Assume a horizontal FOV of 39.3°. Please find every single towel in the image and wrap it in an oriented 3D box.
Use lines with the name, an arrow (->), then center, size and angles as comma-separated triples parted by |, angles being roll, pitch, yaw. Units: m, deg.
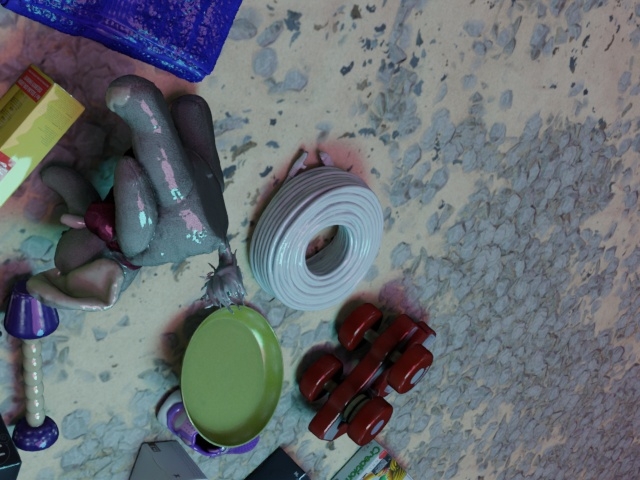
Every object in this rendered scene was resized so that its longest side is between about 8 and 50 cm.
towel -> -0.225, -0.343, 1.146 | 0.308, 0.076, 0.228 | 16, 106, -45

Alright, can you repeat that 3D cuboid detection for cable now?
cable -> 0.000, 0.000, 1.550 | 0.257, 0.089, 0.257 | -54, 137, 1

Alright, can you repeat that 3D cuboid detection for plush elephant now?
plush elephant -> -0.263, -0.033, 1.217 | 0.255, 0.272, 0.330 | -16, 97, 11

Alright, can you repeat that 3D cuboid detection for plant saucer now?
plant saucer -> -0.157, 0.231, 1.541 | 0.241, 0.037, 0.241 | 5, 83, -50

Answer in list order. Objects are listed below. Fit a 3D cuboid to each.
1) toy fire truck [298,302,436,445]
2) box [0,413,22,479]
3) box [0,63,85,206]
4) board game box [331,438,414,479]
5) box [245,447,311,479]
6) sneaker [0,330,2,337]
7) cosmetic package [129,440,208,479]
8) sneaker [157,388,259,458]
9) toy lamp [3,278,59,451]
toy fire truck -> 0.108, 0.277, 1.787 | 0.302, 0.169, 0.254 | -52, 156, 0
box -> -0.566, 0.325, 1.204 | 0.270, 0.143, 0.165 | -8, 138, -40
box -> -0.406, -0.109, 1.135 | 0.232, 0.087, 0.058 | -49, 137, -3
board game box -> 0.062, 0.603, 2.018 | 0.305, 0.053, 0.193 | -46, 137, -8
box -> -0.084, 0.532, 1.818 | 0.156, 0.093, 0.158 | -41, 137, -12
sneaker -> -0.563, 0.167, 1.165 | 0.283, 0.110, 0.122 | 3, 119, -41
cosmetic package -> -0.293, 0.485, 1.594 | 0.085, 0.117, 0.231 | 8, 112, -44
sneaker -> -0.184, 0.349, 1.607 | 0.095, 0.104, 0.236 | -55, 138, 0
toy lamp -> -0.421, 0.182, 1.318 | 0.080, 0.080, 0.275 | -14, 127, -34
